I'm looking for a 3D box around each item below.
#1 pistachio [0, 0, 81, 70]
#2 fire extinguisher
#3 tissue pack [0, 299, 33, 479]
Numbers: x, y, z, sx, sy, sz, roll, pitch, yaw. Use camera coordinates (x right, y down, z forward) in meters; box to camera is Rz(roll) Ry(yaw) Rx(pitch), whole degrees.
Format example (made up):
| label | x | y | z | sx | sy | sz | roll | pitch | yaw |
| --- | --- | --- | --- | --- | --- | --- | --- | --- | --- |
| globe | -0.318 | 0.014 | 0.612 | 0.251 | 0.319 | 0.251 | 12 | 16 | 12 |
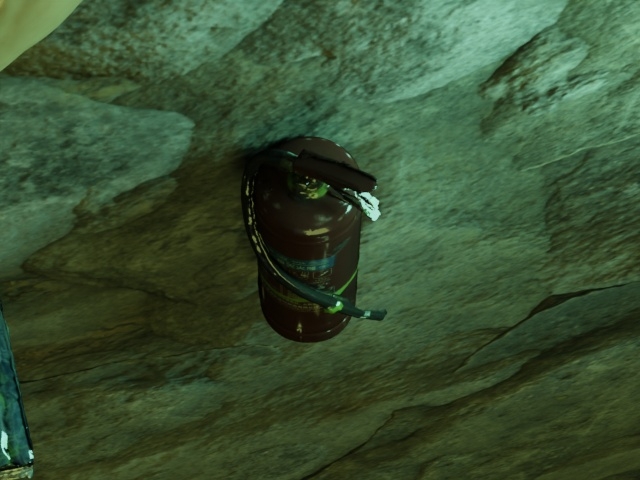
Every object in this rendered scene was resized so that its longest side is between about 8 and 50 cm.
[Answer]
| label | x | y | z | sx | sy | sz | roll | pitch | yaw |
| --- | --- | --- | --- | --- | --- | --- | --- | --- | --- |
| pistachio | -0.244 | -0.172 | 1.074 | 0.318 | 0.214 | 0.193 | -18 | 117 | 33 |
| fire extinguisher | 0.000 | 0.000 | 1.741 | 0.141 | 0.105 | 0.341 | 22 | 160 | 7 |
| tissue pack | -0.387 | 0.152 | 1.778 | 0.235 | 0.173 | 0.073 | -10 | 157 | -17 |
